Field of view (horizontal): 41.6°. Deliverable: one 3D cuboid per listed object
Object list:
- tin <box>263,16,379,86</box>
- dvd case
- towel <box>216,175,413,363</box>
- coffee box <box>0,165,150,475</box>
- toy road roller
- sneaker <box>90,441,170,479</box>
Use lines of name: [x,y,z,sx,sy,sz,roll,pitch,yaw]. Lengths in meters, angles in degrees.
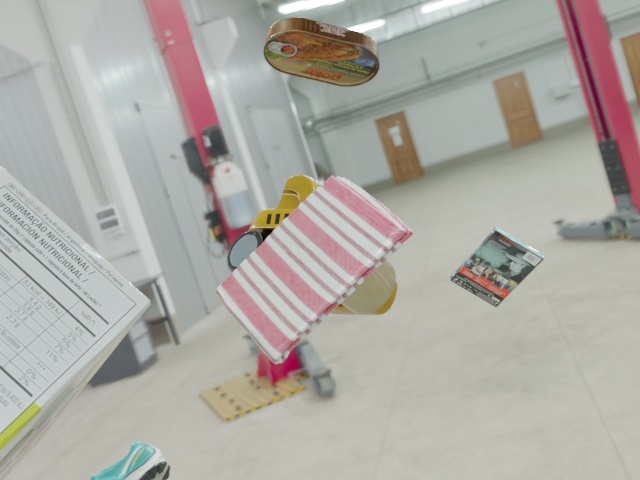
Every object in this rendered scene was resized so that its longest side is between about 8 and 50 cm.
tin: [0.003,-0.300,1.350,0.189,0.040,0.106,11,-34,-16]
dvd case: [0.262,0.041,1.258,0.119,0.087,0.013,-55,9,39]
towel: [-0.010,0.027,0.894,0.197,0.029,0.144,-44,41,-2]
coffee box: [-0.436,0.117,0.803,0.337,0.338,0.334,-46,3,40]
toy road roller: [0.000,0.000,1.619,0.329,0.202,0.241,1,61,45]
sneaker: [-0.410,0.505,1.619,0.110,0.107,0.275,29,63,37]
